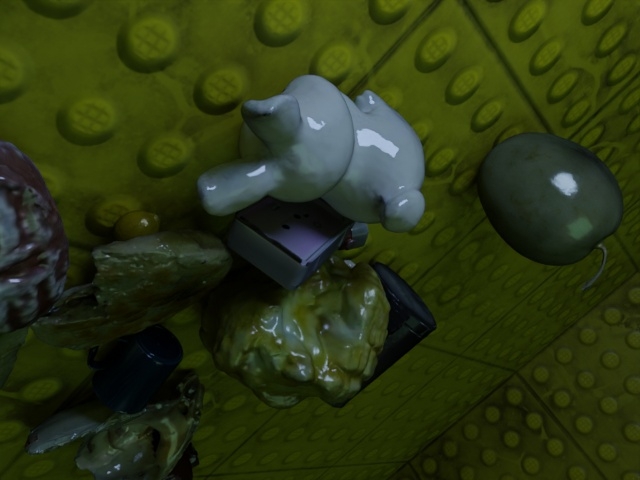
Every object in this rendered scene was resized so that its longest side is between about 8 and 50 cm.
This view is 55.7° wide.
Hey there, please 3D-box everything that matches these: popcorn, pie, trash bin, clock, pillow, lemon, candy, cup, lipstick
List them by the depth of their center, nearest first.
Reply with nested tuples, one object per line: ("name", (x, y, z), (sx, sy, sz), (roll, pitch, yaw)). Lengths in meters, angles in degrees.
("candy", (-0.425, 0.005, 0.736), (0.214, 0.157, 0.289), (-22, 144, -26))
("lemon", (-0.279, -0.015, 0.920), (0.083, 0.062, 0.062), (-34, 146, -7))
("pie", (-0.279, 0.078, 0.961), (0.338, 0.075, 0.337), (-23, 162, -8))
("clock", (-0.042, -0.018, 0.989), (0.193, 0.145, 0.073), (-41, 164, -54))
("popcorn", (-0.043, 0.163, 1.106), (0.335, 0.293, 0.292), (3, 154, -19))
("cup", (-0.347, 0.232, 1.116), (0.138, 0.113, 0.150), (-50, 145, 17))
("pillow", (-0.450, 0.348, 1.175), (0.229, 0.128, 0.050), (-18, 101, -24))
("lipstick", (0.000, 0.001, 1.187), (0.187, 0.057, 0.063), (-13, 141, -25))
("trash bin", (0.089, 0.222, 1.400), (0.301, 0.203, 0.252), (-44, -179, 15))

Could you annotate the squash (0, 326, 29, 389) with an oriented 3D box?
("squash", (-0.595, 0.185, 0.934), (0.236, 0.155, 0.204), (-58, 177, 27))

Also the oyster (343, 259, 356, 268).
("oyster", (-0.017, 0.101, 1.312), (0.200, 0.061, 0.106), (-12, 158, -26))

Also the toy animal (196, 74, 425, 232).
("toy animal", (-0.002, -0.115, 0.876), (0.368, 0.241, 0.196), (6, 127, -45))

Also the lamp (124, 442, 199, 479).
("lamp", (-0.406, 0.546, 1.392), (0.258, 0.180, 0.180), (-23, 144, -19))

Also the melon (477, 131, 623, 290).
("melon", (0.474, -0.087, 1.259), (0.271, 0.308, 0.271), (-59, 170, -17))

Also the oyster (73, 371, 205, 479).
("oyster", (-0.383, 0.421, 1.295), (0.271, 0.100, 0.275), (0, 102, -33))
